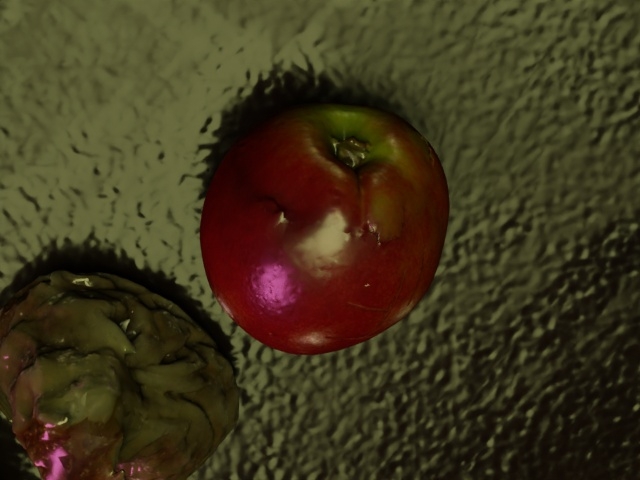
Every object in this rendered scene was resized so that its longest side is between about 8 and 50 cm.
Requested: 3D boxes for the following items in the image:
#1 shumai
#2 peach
[{"bbox_3d":[-0.161,0.128,1.501,0.206,0.175,0.166,31,101,-14],"label":"shumai"},{"bbox_3d":[0.000,0.000,1.479,0.197,0.197,0.197,-1,105,-3],"label":"peach"}]
